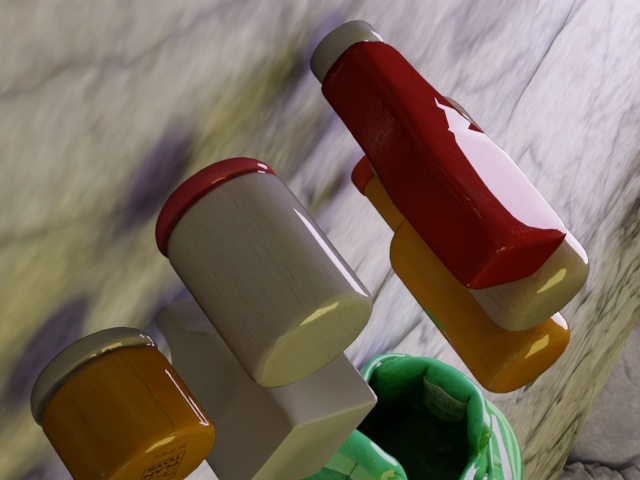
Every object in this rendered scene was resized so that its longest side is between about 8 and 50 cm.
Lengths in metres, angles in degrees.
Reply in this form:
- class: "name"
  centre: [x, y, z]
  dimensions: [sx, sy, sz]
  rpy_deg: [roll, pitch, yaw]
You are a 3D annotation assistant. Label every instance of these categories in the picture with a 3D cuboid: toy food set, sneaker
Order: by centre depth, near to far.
- class: "toy food set"
  centre: [0.000, 0.000, 0.492]
  dimensions: [0.232, 0.104, 0.111]
  rpy_deg: [-11, 146, -47]
- class: "sneaker"
  centre: [0.060, 0.123, 0.814]
  dimensions: [0.123, 0.109, 0.295]
  rpy_deg: [-60, 165, 15]
